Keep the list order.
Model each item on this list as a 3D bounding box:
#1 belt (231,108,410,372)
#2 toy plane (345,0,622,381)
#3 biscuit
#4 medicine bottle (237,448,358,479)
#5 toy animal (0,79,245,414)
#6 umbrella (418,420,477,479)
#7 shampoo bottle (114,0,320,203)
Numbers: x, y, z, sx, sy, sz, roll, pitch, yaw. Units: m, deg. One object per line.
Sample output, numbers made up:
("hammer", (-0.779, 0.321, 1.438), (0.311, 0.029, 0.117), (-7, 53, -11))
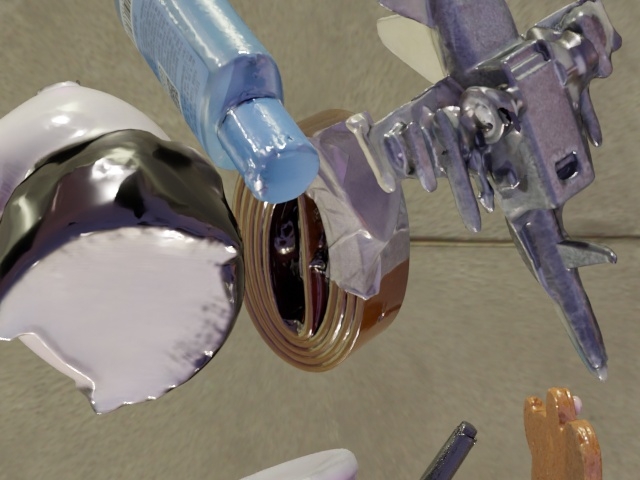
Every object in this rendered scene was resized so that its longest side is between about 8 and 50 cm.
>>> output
("belt", (0.000, 0.000, 1.665), (0.217, 0.122, 0.338), (22, 126, 31))
("toy plane", (0.114, -0.040, 0.708), (0.192, 0.088, 0.262), (-34, 99, -31))
("biscuit", (0.351, 0.313, 1.907), (0.049, 0.324, 0.205), (-4, 79, -3))
("medicine bottle", (-0.006, 0.394, 1.370), (0.202, 0.202, 0.316), (-20, 88, -2))
("toy animal", (-0.199, -0.013, 1.224), (0.251, 0.310, 0.251), (-10, 125, -14))
("umbrella", (0.128, 0.254, 1.456), (0.031, 0.036, 0.133), (31, 101, -9))
("shampoo bottle", (-0.078, -0.123, 0.955), (0.061, 0.104, 0.258), (-16, 48, -22))
